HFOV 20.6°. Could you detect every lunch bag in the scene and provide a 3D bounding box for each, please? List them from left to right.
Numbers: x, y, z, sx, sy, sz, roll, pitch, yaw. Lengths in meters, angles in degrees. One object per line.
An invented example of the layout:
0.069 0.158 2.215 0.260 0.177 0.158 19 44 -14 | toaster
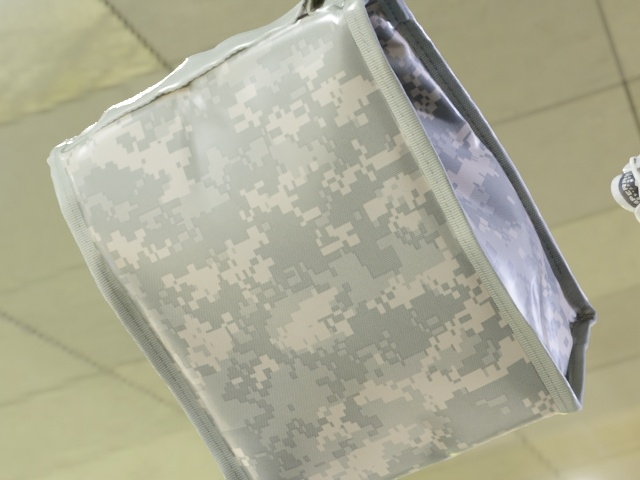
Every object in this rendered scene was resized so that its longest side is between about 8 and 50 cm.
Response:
0.000 0.000 1.092 0.235 0.287 0.169 -25 -164 21 | lunch bag

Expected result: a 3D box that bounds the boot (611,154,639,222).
0.293 -0.046 1.439 0.123 0.095 0.258 -12 164 29 | boot
